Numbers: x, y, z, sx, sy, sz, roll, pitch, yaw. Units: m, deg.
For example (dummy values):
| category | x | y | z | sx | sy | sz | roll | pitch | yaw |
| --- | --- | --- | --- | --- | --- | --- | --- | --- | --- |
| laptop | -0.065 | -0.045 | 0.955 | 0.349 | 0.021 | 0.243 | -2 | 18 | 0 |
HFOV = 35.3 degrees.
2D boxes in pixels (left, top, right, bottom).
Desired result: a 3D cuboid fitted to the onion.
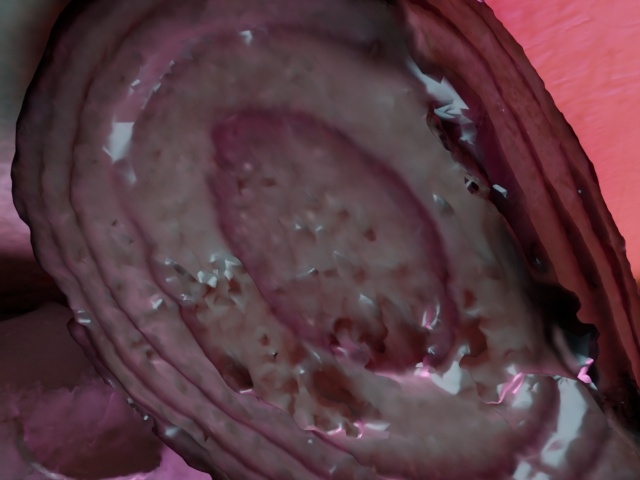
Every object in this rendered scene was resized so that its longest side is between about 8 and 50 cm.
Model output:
| category | x | y | z | sx | sy | sz | roll | pitch | yaw |
| --- | --- | --- | --- | --- | --- | --- | --- | --- | --- |
| onion | 0.000 | 0.000 | 0.464 | 0.280 | 0.146 | 0.314 | -22 | 110 | 43 |

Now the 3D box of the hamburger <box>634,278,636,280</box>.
| category | x | y | z | sx | sy | sz | roll | pitch | yaw |
| --- | --- | --- | --- | --- | --- | --- | --- | --- | --- |
| hamburger | 0.079 | 0.055 | 0.635 | 0.246 | 0.170 | 0.246 | -13 | 166 | -3 |

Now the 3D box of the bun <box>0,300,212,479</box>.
| category | x | y | z | sx | sy | sz | roll | pitch | yaw |
| --- | --- | --- | --- | --- | --- | --- | --- | --- | --- |
| bun | -0.217 | 0.152 | 0.729 | 0.355 | 0.194 | 0.354 | -4 | 157 | -2 |
